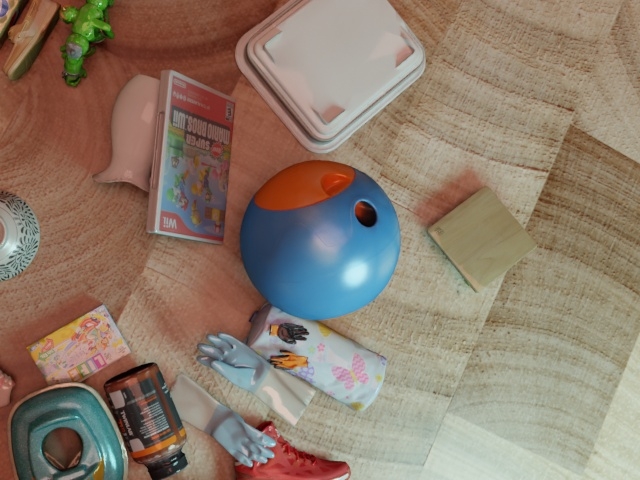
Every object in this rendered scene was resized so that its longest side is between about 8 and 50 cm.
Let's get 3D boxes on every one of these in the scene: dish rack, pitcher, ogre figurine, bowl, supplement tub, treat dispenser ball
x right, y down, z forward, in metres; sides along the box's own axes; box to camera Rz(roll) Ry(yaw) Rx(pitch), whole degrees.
[{"bbox_3d":[0.032,-0.369,1.623,0.333,0.072,0.285,-41,95,-13],"label":"dish rack"},{"bbox_3d":[-0.302,-0.183,1.508,0.178,0.125,0.207,18,92,-14],"label":"pitcher"},{"bbox_3d":[-0.419,-0.386,1.492,0.097,0.118,0.197,41,78,-8],"label":"ogre figurine"},{"bbox_3d":[-0.585,-0.012,1.449,0.170,0.080,0.170,1,85,-13],"label":"bowl"},{"bbox_3d":[-0.307,0.327,1.480,0.106,0.106,0.198,-22,91,-14],"label":"supplement tub"},{"bbox_3d":[0.000,0.000,1.479,0.288,0.288,0.288,1,86,-13],"label":"treat dispenser ball"}]

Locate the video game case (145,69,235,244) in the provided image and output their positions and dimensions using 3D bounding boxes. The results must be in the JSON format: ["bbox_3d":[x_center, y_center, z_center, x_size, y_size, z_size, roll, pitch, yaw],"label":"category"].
[{"bbox_3d":[-0.231,-0.144,1.497,0.025,0.204,0.285,2,85,28],"label":"video game case"}]

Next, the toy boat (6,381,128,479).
[{"bbox_3d":[-0.491,0.403,1.404,0.318,0.148,0.267,-21,98,-12],"label":"toy boat"}]

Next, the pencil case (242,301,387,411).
[{"bbox_3d":[-0.011,0.219,1.553,0.273,0.113,0.124,27,93,-10],"label":"pencil case"}]

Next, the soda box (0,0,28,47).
[{"bbox_3d":[-0.568,-0.441,1.492,0.061,0.058,0.181,28,81,-10],"label":"soda box"}]

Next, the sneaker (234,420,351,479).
[{"bbox_3d":[-0.053,0.402,1.546,0.221,0.087,0.128,-3,89,-15],"label":"sneaker"}]

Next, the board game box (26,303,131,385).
[{"bbox_3d":[-0.437,0.198,1.498,0.154,0.026,0.103,-31,94,-13],"label":"board game box"}]

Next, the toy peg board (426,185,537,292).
[{"bbox_3d":[0.319,0.005,1.673,0.161,0.079,0.160,-36,79,-13],"label":"toy peg board"}]

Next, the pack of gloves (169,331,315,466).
[{"bbox_3d":[-0.156,0.291,1.483,0.232,0.046,0.195,32,101,8],"label":"pack of gloves"}]

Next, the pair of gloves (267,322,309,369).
[{"bbox_3d":[-0.058,0.190,1.478,0.074,0.010,0.083,4,81,-13],"label":"pair of gloves"}]

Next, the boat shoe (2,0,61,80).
[{"bbox_3d":[-0.536,-0.370,1.496,0.059,0.063,0.170,28,71,-7],"label":"boat shoe"}]

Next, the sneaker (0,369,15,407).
[{"bbox_3d":[-0.576,0.233,1.452,0.070,0.051,0.134,-5,91,-15],"label":"sneaker"}]
